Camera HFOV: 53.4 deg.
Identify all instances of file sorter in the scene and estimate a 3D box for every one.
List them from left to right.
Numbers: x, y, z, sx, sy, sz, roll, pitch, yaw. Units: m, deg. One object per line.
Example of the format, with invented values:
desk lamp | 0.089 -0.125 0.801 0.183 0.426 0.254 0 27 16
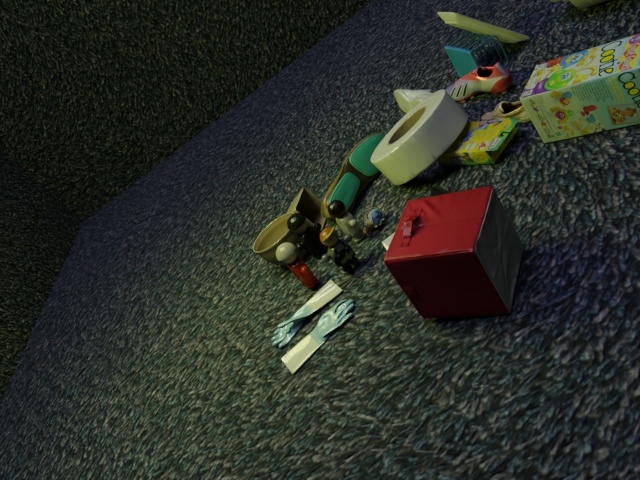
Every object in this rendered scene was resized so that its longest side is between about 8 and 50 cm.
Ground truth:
file sorter | 0.491 -0.579 1.998 0.104 0.118 0.170 -37 27 -1

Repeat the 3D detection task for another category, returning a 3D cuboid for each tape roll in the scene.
tape roll | 0.274 -0.289 1.785 0.286 0.100 0.286 -45 12 12

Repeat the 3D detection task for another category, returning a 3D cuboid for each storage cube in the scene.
storage cube | 0.273 0.028 1.279 0.193 0.215 0.183 -8 41 37

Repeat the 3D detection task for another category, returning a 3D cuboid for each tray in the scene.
tray | 0.506 -0.662 1.988 0.145 0.270 0.030 -119 43 -68

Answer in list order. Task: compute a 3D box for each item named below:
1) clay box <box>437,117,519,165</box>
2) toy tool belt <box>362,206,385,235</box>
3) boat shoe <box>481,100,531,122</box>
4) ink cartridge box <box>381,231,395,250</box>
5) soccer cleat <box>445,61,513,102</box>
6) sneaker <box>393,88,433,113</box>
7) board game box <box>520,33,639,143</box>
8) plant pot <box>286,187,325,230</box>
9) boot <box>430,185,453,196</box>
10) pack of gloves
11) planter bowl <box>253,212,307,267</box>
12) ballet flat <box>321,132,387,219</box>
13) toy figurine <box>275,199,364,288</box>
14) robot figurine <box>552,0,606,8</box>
clay box | 0.418 -0.259 1.684 0.127 0.053 0.222 -51 29 -19
toy tool belt | 0.147 -0.055 1.732 0.051 0.052 0.083 -24 31 46
boat shoe | 0.498 -0.346 1.704 0.170 0.059 0.063 -1 47 51
ink cartridge box | 0.229 0.007 1.504 0.135 0.056 0.099 -37 46 7
soccer cleat | 0.462 -0.477 1.904 0.083 0.095 0.248 -51 29 -19
sneaker | 0.327 -0.471 2.108 0.094 0.080 0.212 -34 33 -11
board game box | 0.627 -0.343 1.444 0.275 0.144 0.142 -6 43 47
plant pot | -0.053 -0.076 1.971 0.096 0.109 0.109 -36 25 40
boot | 0.289 -0.084 1.606 0.099 0.045 0.121 -48 26 0
pack of gloves | -0.030 0.199 1.589 0.232 0.046 0.195 -44 26 -5
planter bowl | -0.104 0.012 1.886 0.162 0.109 0.162 -34 23 17
ballet flat | 0.099 -0.192 1.961 0.342 0.116 0.124 -59 13 -24
toy figurine | 0.000 0.000 1.719 0.210 0.148 0.213 -23 27 31
robot figurine | 0.819 -0.785 1.789 0.300 0.199 0.353 -24 12 -39
